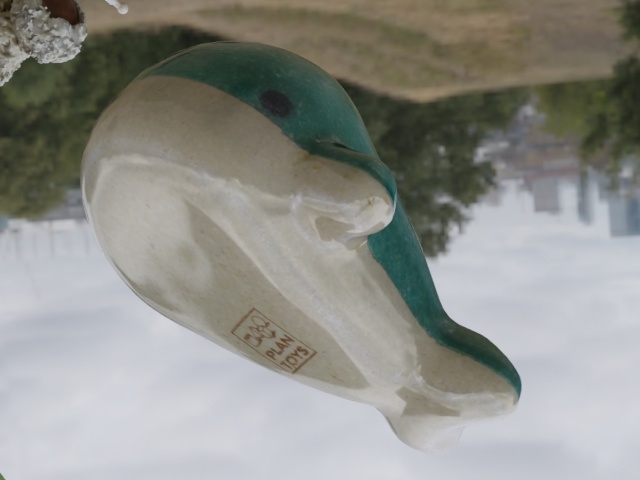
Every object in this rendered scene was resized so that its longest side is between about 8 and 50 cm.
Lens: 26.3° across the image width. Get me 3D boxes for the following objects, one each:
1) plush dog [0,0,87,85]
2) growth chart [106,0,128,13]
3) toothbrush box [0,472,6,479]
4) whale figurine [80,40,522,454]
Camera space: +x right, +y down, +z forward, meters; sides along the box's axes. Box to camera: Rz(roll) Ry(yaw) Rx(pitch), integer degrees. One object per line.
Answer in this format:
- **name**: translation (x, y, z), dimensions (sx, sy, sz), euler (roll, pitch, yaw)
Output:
- **plush dog**: translation (-0.426, -0.223, 1.522), dimensions (0.225, 0.262, 0.210), euler (-42, 171, -43)
- **growth chart**: translation (-0.304, -0.459, 1.921), dimensions (0.172, 0.237, 0.021), euler (31, 157, -35)
- **toothbrush box**: translation (-0.517, 0.422, 1.836), dimensions (0.122, 0.206, 0.283), euler (-13, -143, 15)
- **whale figurine**: translation (0.000, 0.000, 0.767), dimensions (0.141, 0.272, 0.216), euler (-52, -179, -33)
